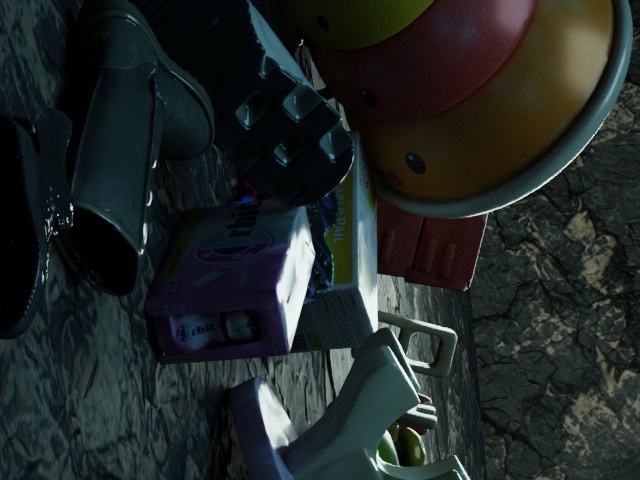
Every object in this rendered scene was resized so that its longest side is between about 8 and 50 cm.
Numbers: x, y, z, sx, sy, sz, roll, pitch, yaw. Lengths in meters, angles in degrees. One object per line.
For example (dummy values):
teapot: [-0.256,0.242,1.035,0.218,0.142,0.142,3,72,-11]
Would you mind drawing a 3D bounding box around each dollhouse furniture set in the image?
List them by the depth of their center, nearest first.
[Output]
dollhouse furniture set: [0.087,0.100,2.423,0.201,0.152,0.374,-83,-174,-82]

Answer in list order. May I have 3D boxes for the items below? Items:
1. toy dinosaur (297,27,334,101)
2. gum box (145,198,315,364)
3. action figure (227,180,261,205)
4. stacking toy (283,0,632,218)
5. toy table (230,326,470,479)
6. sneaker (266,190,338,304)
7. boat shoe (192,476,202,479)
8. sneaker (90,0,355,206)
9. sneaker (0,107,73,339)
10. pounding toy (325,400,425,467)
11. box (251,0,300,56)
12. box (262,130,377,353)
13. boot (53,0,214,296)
toy dinosaur: [0.059,-0.229,2.352,0.313,0.160,0.121,71,16,-53]
gum box: [-0.072,0.034,1.621,0.188,0.107,0.062,-75,156,-63]
action figure: [-0.071,-0.032,1.894,0.115,0.030,0.038,-73,149,-70]
stacking toy: [0.067,-0.274,2.022,0.480,0.350,0.351,39,39,-39]
toy table: [0.037,0.207,1.745,0.274,0.161,0.252,65,5,33]
sneaker: [-0.036,-0.010,1.933,0.080,0.081,0.211,43,32,-25]
boat shoe: [-0.096,0.241,1.553,0.049,0.042,0.133,-122,-167,-46]
sneaker: [-0.103,-0.165,1.597,0.330,0.122,0.146,53,0,-44]
sneaker: [-0.180,-0.012,1.214,0.089,0.051,0.170,48,33,-65]
pounding toy: [0.068,0.258,2.063,0.237,0.110,0.183,128,-43,-76]
box: [-0.061,-0.277,2.062,0.105,0.043,0.179,-70,150,-68]
box: [0.000,0.000,2.044,0.114,0.103,0.203,71,16,-52]
boot: [-0.133,-0.050,1.432,0.190,0.076,0.208,49,26,-47]
